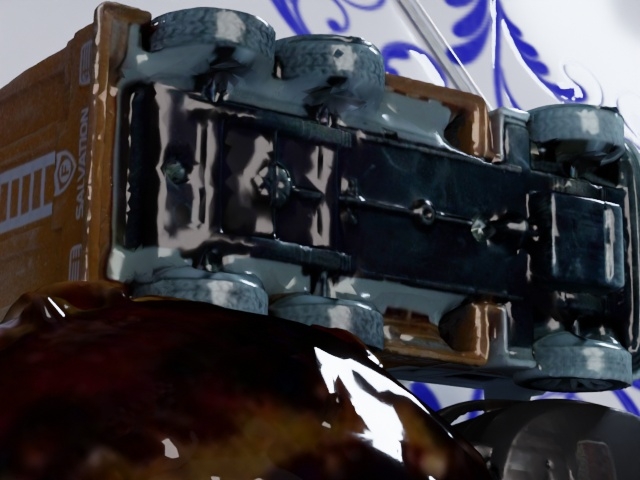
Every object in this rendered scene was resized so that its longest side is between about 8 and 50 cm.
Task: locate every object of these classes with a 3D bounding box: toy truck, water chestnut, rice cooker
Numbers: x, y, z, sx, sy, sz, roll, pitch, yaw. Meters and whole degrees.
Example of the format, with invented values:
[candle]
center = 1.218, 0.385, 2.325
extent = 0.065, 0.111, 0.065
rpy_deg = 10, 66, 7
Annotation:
[toy truck]
center = 0.000, 0.000, 0.805
extent = 0.305, 0.162, 0.136
rpy_deg = 10, 74, -36
[water chestnut]
center = -0.074, 0.153, 0.579
extent = 0.300, 0.300, 0.300
rpy_deg = 22, 45, -24
[rice cooker]
center = 0.099, 0.132, 0.814
extent = 0.165, 0.106, 0.112
rpy_deg = 13, 64, -28
